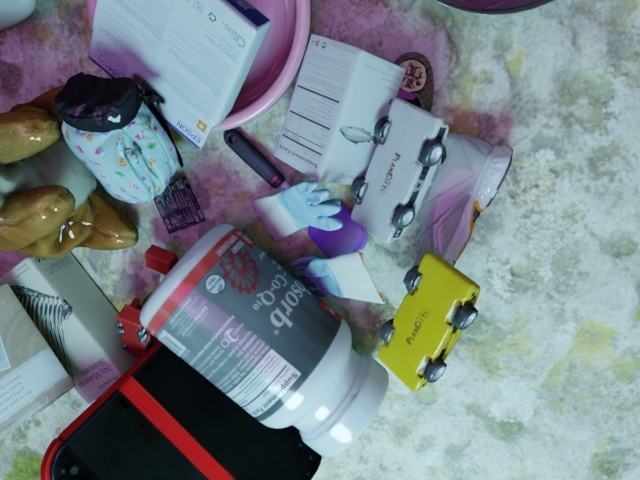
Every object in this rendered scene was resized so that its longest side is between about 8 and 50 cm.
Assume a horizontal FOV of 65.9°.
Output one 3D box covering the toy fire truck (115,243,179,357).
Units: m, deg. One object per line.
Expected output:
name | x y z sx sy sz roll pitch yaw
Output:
toy fire truck | -0.300 0.112 0.869 0.047 0.135 0.192 21 142 3

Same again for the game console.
game console | -0.217 0.381 0.844 0.387 0.342 0.060 49 144 -7

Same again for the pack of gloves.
pack of gloves | 0.000 0.000 0.761 0.046 0.232 0.195 -35 103 -27

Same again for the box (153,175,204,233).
box | -0.247 -0.061 0.853 0.067 0.018 0.083 -19 102 14

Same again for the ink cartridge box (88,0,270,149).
ink cartridge box | -0.200 -0.270 0.665 0.223 0.045 0.224 40 136 -4

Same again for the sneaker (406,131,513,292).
sneaker | 0.181 -0.041 0.758 0.121 0.099 0.263 28 104 13

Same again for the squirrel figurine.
squirrel figurine | -0.542 -0.062 0.710 0.396 0.370 0.281 -4 106 15

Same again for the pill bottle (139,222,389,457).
pill bottle | -0.082 0.160 0.789 0.363 0.210 0.210 40 108 -4

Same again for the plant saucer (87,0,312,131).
plant saucer | -0.171 -0.331 0.729 0.331 0.084 0.333 3 107 9

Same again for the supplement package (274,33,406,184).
supplement package | 0.026 -0.182 0.708 0.105 0.105 0.180 34 113 37

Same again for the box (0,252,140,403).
box | -0.452 0.151 0.908 0.113 0.094 0.275 -34 98 17

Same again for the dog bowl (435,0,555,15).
dog bowl | 0.225 -0.462 0.615 0.348 0.102 0.349 3 107 9

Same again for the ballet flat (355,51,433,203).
ballet flat | 0.108 -0.155 0.745 0.084 0.058 0.250 19 108 3

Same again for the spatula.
spatula | -0.046 -0.079 0.808 0.296 0.030 0.084 42 107 -4

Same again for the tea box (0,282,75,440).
tea box | -0.660 0.265 0.805 0.323 0.329 0.220 -20 103 40

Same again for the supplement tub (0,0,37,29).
supplement tub | -0.566 -0.467 0.679 0.228 0.228 0.317 -14 103 13

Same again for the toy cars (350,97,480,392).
toy cars | 0.139 0.007 0.688 0.176 0.087 0.394 -13 86 46

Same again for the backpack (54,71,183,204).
backpack | -0.288 -0.143 0.724 0.151 0.115 0.182 19 151 26
